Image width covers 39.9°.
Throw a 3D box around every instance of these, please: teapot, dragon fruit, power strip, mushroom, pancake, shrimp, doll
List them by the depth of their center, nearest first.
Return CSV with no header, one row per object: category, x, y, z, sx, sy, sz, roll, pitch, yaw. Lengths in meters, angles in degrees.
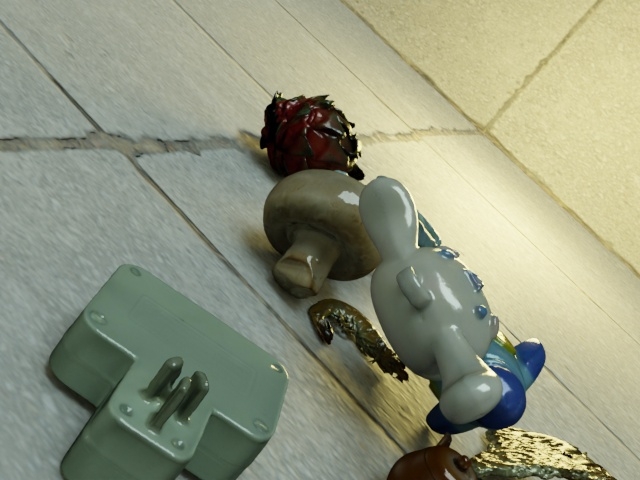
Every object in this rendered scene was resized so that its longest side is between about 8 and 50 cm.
power strip,-0.146,0.138,0.881,0.229,0.141,0.261,36,20,-7
teapot,0.142,0.298,1.057,0.116,0.116,0.173,36,24,-9
doll,0.191,0.131,1.199,0.366,0.187,0.376,51,32,-47
pancake,0.282,0.315,1.228,0.244,0.057,0.266,2,2,-33
shrimp,0.052,0.147,1.297,0.124,0.034,0.178,0,43,-53
mushroom,0.000,0.000,1.327,0.204,0.204,0.204,33,24,-16
dragon fruit,-0.018,-0.185,1.627,0.188,0.182,0.182,4,9,25

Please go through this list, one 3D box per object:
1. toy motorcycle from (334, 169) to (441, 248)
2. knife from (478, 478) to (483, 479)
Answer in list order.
toy motorcycle,0.103,-0.030,1.506,0.206,0.154,0.260,30,-7,33
knife,0.226,0.337,1.095,0.044,0.019,0.313,7,11,-20
